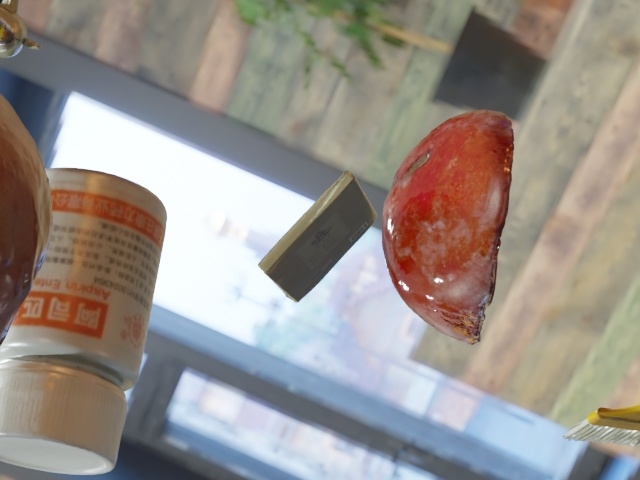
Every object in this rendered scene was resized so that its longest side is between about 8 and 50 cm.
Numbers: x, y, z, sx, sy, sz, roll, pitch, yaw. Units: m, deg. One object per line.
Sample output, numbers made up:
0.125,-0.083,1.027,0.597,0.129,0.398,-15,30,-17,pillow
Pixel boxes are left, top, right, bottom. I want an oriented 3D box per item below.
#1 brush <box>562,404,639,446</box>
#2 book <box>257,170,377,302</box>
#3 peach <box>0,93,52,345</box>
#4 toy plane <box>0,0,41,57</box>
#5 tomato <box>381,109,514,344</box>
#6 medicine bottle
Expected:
0.318,0.140,1.514,0.272,0.103,0.013,133,141,-61,brush
0.000,0.000,1.862,0.138,0.016,0.199,-47,-15,-3,book
-0.397,-0.011,1.535,0.343,0.301,0.343,-60,-4,-8,peach
-0.394,-0.241,1.797,0.108,0.286,0.092,18,-84,-43,toy plane
0.100,-0.012,1.419,0.189,0.099,0.173,95,-177,-47,tomato
-0.332,0.108,2.283,0.211,0.211,0.372,109,170,-68,medicine bottle
